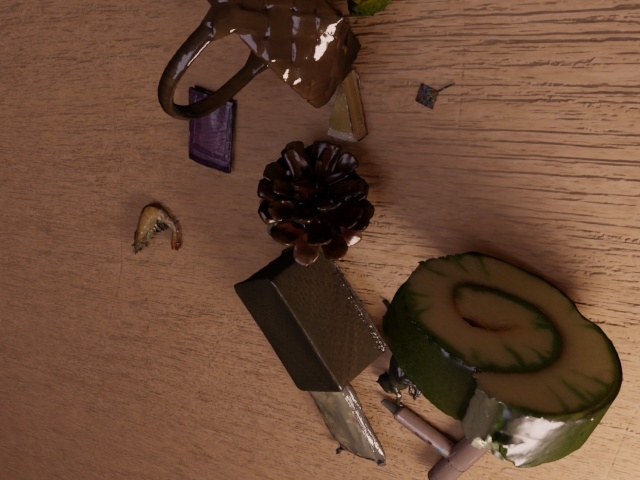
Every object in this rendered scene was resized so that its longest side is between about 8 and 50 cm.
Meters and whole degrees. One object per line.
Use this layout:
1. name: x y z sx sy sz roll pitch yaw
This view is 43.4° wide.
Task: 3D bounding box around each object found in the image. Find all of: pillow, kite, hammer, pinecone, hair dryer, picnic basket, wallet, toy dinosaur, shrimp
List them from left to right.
1. shrimp: -0.385 -0.007 1.901 0.124 0.034 0.178 36 127 7
2. wallet: -0.225 -0.226 1.649 0.111 0.030 0.166 25 127 25
3. picnic basket: -0.137 -0.317 1.318 0.337 0.293 0.338 0 91 10
4. hammer: -0.103 -0.050 1.664 0.052 0.031 0.083 -39 79 41
5. pinecone: -0.011 -0.071 1.463 0.229 0.202 0.201 57 164 -3
6. pillow: 0.048 0.379 1.772 0.169 0.059 0.255 -6 118 46
7. toy dinosaur: 0.135 0.242 1.612 0.179 0.087 0.187 43 132 7
8. hair dryer: 0.230 0.383 1.657 0.220 0.053 0.195 46 133 15
9. kite: 0.187 -0.251 1.340 0.044 0.002 0.078 46 135 6

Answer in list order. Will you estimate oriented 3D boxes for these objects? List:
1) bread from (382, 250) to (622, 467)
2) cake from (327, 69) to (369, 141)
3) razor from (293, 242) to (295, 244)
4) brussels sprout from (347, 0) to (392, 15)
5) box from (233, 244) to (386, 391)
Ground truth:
1. bread: 0.278 0.180 1.266 0.366 0.382 0.129 16 125 -3
2. cake: 0.043 -0.239 1.423 0.065 0.052 0.121 12 121 37
3. razor: 0.001 -0.005 1.611 0.154 0.044 0.028 0 85 40
4. brussels sprout: 0.070 -0.436 1.259 0.139 0.100 0.181 32 130 5
5. box: -0.022 0.154 1.612 0.273 0.143 0.184 58 149 -8
